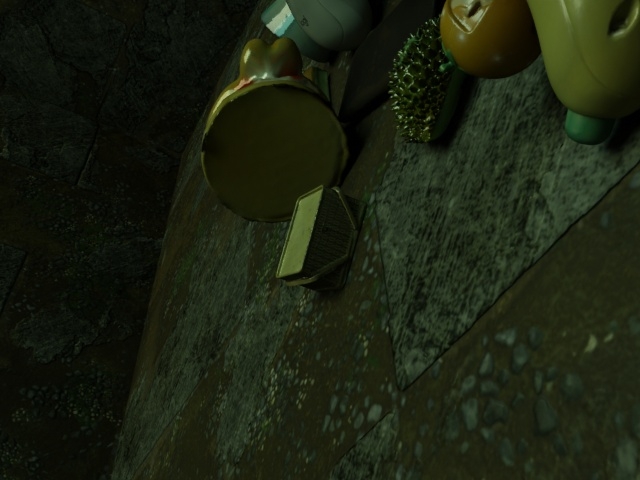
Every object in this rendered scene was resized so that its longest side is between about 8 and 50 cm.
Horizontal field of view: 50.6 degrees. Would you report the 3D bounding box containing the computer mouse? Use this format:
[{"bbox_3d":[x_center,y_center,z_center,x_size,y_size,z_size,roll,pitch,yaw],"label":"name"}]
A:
[{"bbox_3d":[-0.015,-0.507,1.355,0.121,0.296,0.184,-37,16,-14],"label":"computer mouse"}]

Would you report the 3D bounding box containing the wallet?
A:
[{"bbox_3d":[0.120,-0.319,1.161,0.309,0.042,0.165,-26,48,64],"label":"wallet"}]

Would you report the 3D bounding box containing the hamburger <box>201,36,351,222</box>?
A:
[{"bbox_3d":[-0.090,-0.201,1.231,0.186,0.261,0.302,-102,0,-56],"label":"hamburger"}]

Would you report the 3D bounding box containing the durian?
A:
[{"bbox_3d":[0.147,-0.243,0.923,0.137,0.095,0.220,18,75,56],"label":"durian"}]

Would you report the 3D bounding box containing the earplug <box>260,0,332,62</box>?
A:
[{"bbox_3d":[0.027,-0.581,1.501,0.324,0.185,0.185,-53,25,25],"label":"earplug"}]

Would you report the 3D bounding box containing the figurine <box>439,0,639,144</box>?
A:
[{"bbox_3d":[0.197,-0.241,0.632,0.324,0.124,0.222,59,144,29],"label":"figurine"}]

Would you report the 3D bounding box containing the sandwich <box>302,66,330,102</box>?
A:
[{"bbox_3d":[-0.059,-0.245,1.522,0.245,0.063,0.212,-56,25,36],"label":"sandwich"}]

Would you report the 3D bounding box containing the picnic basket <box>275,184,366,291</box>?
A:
[{"bbox_3d":[0.000,0.000,1.091,0.115,0.080,0.164,-15,56,64],"label":"picnic basket"}]
